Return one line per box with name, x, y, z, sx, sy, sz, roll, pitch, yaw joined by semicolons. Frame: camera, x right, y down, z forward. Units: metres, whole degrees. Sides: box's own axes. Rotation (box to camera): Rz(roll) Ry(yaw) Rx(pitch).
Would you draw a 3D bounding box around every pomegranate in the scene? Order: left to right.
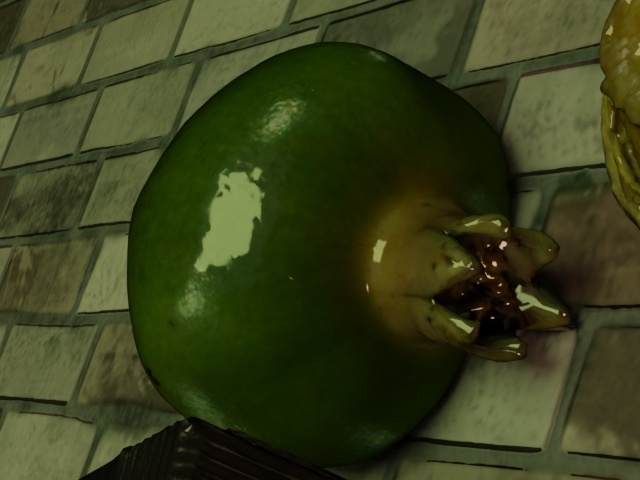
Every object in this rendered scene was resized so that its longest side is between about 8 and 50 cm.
pomegranate;0.000;0.000;1.105;0.358;0.216;0.310;7;69;58

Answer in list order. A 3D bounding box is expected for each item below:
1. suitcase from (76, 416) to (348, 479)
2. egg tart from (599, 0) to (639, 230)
suitcase;-0.007;0.237;0.802;0.229;0.335;0.152;-33;40;41
egg tart;0.253;-0.109;0.892;0.294;0.123;0.294;-35;41;38
